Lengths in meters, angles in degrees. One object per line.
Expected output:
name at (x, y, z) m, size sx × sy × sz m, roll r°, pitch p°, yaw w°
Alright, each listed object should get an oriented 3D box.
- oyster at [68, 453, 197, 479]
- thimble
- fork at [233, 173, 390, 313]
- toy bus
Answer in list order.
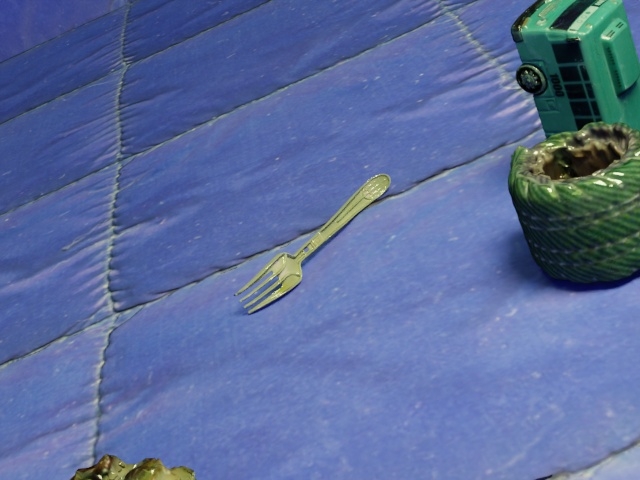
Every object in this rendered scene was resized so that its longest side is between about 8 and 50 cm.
oyster at (-0.190, 0.230, 0.816) m, size 0.259 × 0.092 × 0.198 m, roll -24°, pitch 28°, yaw -4°
thimble at (0.214, -0.032, 0.958) m, size 0.118 × 0.090 × 0.135 m, roll -21°, pitch 22°, yaw 2°
fork at (0.003, -0.002, 1.172) m, size 0.219 × 0.034 × 0.028 m, roll -40°, pitch 2°, yaw -34°
toy bus at (0.233, -0.133, 1.055) m, size 0.091 × 0.160 × 0.079 m, roll 5°, pitch 37°, yaw 44°
